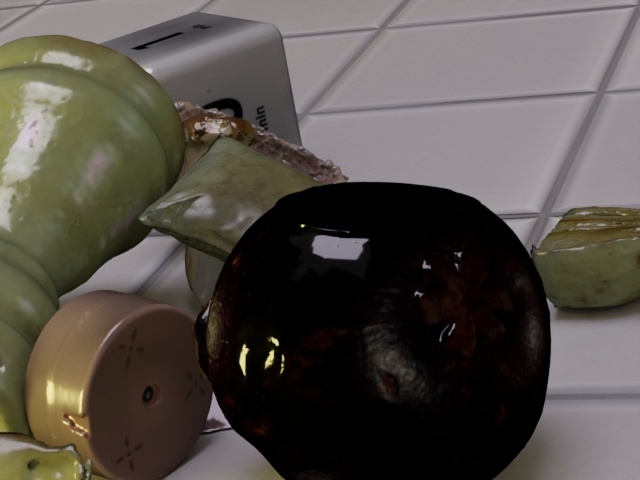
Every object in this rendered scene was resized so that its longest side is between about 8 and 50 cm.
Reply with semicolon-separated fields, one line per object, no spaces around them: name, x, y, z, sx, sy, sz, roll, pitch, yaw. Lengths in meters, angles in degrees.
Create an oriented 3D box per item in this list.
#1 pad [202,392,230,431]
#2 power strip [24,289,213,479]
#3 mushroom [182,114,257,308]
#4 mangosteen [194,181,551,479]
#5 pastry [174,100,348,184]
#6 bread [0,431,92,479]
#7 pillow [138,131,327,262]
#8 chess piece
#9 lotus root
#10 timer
pad;-0.070;0.115;1.443;0.187;0.006;0.113;-12;51;0
power strip;-0.160;0.118;1.349;0.078;0.154;0.154;10;29;39
mushroom;-0.104;-0.029;1.678;0.084;0.209;0.071;-4;-16;10
mangosteen;0.031;0.073;1.256;0.287;0.233;0.287;-5;17;2
pastry;-0.075;-0.071;1.780;0.265;0.103;0.112;27;2;23
bread;-0.214;0.252;1.060;0.174;0.133;0.252;-4;66;24
pillow;0.000;0.000;1.560;0.302;0.075;0.185;25;35;10
chess piece;-0.283;0.015;1.499;0.234;0.234;0.442;-4;36;16
lotus root;0.274;0.018;1.511;0.144;0.070;0.143;-1;17;33
timer;-0.159;-0.149;1.966;0.195;0.192;0.194;-24;25;-32
